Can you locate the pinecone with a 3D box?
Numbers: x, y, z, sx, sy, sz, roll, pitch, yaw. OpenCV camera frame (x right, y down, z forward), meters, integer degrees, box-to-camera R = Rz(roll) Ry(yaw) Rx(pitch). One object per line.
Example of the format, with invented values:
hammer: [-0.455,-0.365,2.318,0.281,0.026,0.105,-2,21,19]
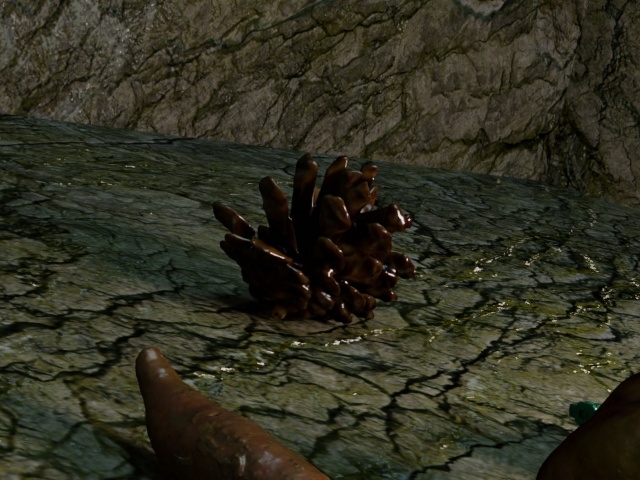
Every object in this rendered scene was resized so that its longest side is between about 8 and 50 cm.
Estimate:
pinecone: [0.002,-0.002,1.325,0.202,0.201,0.229,53,4,38]

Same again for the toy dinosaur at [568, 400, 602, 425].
toy dinosaur: [0.270,0.174,0.978,0.153,0.094,0.259,8,3,-27]

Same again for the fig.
fig: [0.273,0.195,0.750,0.170,0.145,0.274,-21,47,-38]

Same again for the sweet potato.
sweet potato: [-0.043,0.157,0.755,0.072,0.066,0.314,-5,22,-39]
